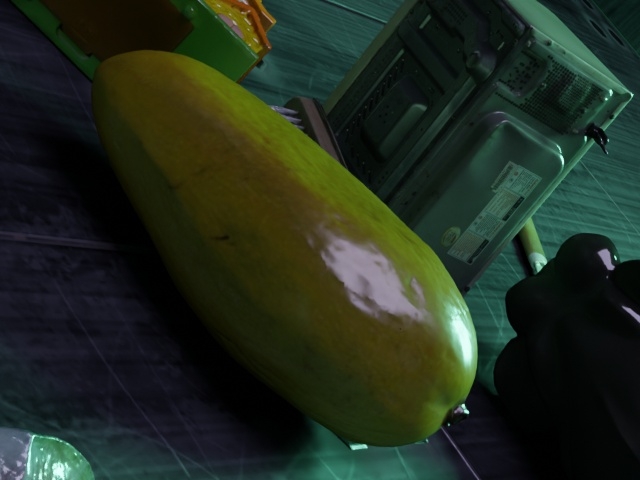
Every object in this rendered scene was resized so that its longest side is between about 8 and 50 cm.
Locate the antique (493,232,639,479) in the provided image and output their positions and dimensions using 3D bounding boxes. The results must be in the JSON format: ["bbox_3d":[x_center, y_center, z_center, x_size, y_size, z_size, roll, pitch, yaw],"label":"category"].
[{"bbox_3d":[0.289,0.143,1.483,0.255,0.185,0.322,30,29,-42],"label":"antique"}]

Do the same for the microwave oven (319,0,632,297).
[{"bbox_3d":[0.109,-0.092,1.447,0.145,0.240,0.194,29,19,-33],"label":"microwave oven"}]

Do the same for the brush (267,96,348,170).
[{"bbox_3d":[0.000,0.000,1.361,0.065,0.070,0.327,10,39,-31],"label":"brush"}]

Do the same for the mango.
[{"bbox_3d":[-0.020,0.005,1.187,0.332,0.142,0.195,51,15,21],"label":"mango"}]

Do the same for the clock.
[{"bbox_3d":[-0.137,-0.212,1.416,0.220,0.106,0.255,45,19,-5],"label":"clock"}]

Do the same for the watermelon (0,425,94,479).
[{"bbox_3d":[-0.156,0.128,0.813,0.180,0.081,0.094,-8,82,-60],"label":"watermelon"}]

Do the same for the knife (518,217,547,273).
[{"bbox_3d":[0.237,0.039,1.820,0.047,0.017,0.298,44,19,-25],"label":"knife"}]
